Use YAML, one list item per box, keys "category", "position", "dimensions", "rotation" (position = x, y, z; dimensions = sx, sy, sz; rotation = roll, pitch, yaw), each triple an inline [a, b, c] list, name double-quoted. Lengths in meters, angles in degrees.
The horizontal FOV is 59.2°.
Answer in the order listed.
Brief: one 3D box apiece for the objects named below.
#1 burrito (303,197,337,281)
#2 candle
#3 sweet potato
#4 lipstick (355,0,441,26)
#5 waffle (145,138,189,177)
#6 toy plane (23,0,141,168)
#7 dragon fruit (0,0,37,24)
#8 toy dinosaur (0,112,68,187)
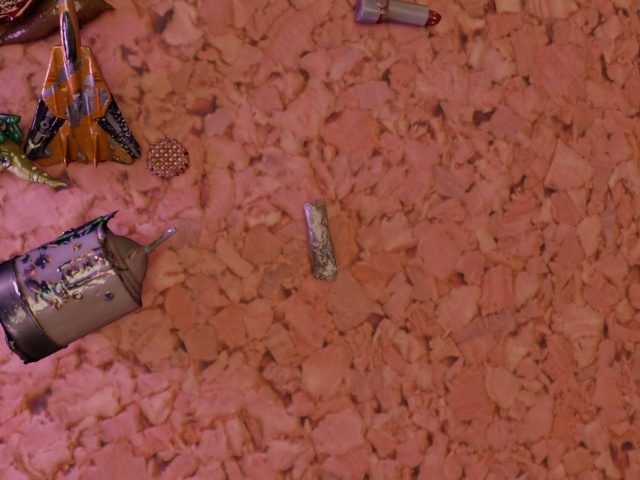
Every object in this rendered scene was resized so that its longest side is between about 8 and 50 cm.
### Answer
- category: "burrito"
  position: [0.000, 0.000, 1.149]
  dimensions: [0.051, 0.042, 0.171]
  rotation: [-8, 92, -2]
- category: "candle"
  position: [-0.399, 0.064, 0.991]
  dimensions: [0.330, 0.187, 0.187]
  rotation: [-27, 97, -11]
- category: "sweet potato"
  position: [-0.491, -0.408, 1.020]
  dimensions: [0.226, 0.068, 0.068]
  rotation: [-23, 96, -8]
- category: "lipstick"
  position: [0.169, -0.473, 1.163]
  dimensions: [0.187, 0.057, 0.063]
  rotation: [3, 91, -15]
- category: "waffle"
  position: [-0.296, -0.158, 1.087]
  dimensions: [0.083, 0.029, 0.075]
  rotation: [-11, 94, -9]
- category: "toy plane"
  position: [-0.434, -0.286, 1.000]
  dimensions: [0.204, 0.103, 0.315]
  rotation: [-2, 108, -13]
- category: "dragon fruit"
  position: [-0.537, -0.445, 0.988]
  dimensions: [0.161, 0.127, 0.120]
  rotation: [-13, 112, -14]
- category: "toy dinosaur"
  position: [-0.563, -0.157, 0.981]
  dimensions: [0.260, 0.094, 0.153]
  rotation: [11, 110, 2]
